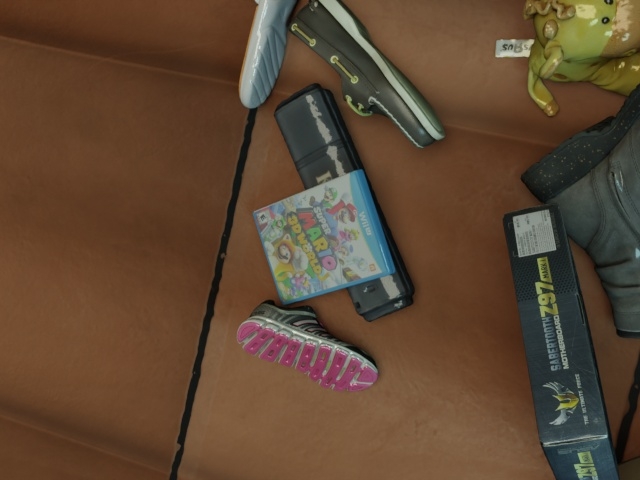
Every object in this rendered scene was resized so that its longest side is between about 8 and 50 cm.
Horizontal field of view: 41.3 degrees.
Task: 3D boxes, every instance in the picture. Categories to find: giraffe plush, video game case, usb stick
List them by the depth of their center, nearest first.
[{"bbox_3d":[0.269,-0.221,0.834,0.210,0.170,0.181,-14,87,17],"label":"giraffe plush"},{"bbox_3d":[0.000,0.000,0.966,0.166,0.015,0.119,-19,88,39],"label":"video game case"},{"bbox_3d":[0.027,-0.044,0.976,0.077,0.045,0.278,-25,85,20],"label":"usb stick"}]

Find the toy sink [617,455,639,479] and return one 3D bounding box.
[{"bbox_3d":[0.392,0.281,0.826,0.234,0.131,0.153,-25,84,16],"label":"toy sink"}]

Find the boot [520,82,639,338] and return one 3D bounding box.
[{"bbox_3d":[0.361,-0.052,0.785,0.223,0.118,0.338,57,147,9],"label":"boot"}]

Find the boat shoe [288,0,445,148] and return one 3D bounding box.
[{"bbox_3d":[0.050,-0.183,0.953,0.068,0.081,0.228,-42,72,16],"label":"boat shoe"}]

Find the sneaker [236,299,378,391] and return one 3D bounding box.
[{"bbox_3d":[-0.009,0.115,0.982,0.170,0.075,0.063,22,124,-5],"label":"sneaker"}]

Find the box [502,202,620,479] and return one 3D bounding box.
[{"bbox_3d":[0.228,0.110,0.799,0.059,0.183,0.233,-12,55,17],"label":"box"}]

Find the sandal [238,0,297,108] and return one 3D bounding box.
[{"bbox_3d":[-0.070,-0.288,0.973,0.076,0.102,0.265,20,98,13],"label":"sandal"}]
